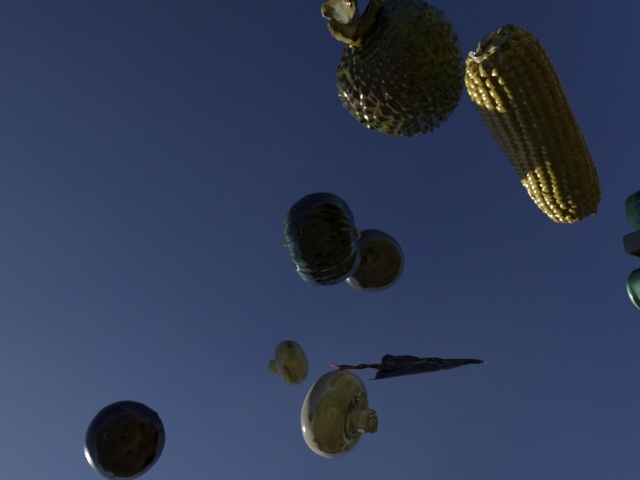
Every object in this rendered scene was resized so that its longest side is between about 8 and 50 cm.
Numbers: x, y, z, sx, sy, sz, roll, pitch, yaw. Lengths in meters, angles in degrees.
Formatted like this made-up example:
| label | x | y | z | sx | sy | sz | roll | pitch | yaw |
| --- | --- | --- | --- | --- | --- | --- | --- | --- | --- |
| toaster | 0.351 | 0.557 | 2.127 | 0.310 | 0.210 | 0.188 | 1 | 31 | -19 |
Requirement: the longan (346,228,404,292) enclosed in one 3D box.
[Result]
| label | x | y | z | sx | sy | sz | roll | pitch | yaw |
| --- | --- | --- | --- | --- | --- | --- | --- | --- | --- |
| longan | 0.159 | 0.064 | 1.672 | 0.212 | 0.198 | 0.198 | 19 | -91 | -36 |

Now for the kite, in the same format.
| label | x | y | z | sx | sy | sz | roll | pitch | yaw |
| --- | --- | --- | --- | --- | --- | --- | --- | --- | --- |
| kite | 0.100 | 0.145 | 0.654 | 0.189 | 0.232 | 0.009 | -3 | -98 | 6 |

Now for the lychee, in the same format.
| label | x | y | z | sx | sy | sz | roll | pitch | yaw |
| --- | --- | --- | --- | --- | --- | --- | --- | --- | --- |
| lychee | 0.158 | -0.354 | 1.125 | 0.270 | 0.270 | 0.320 | -53 | -31 | -12 |

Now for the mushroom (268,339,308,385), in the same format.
| label | x | y | z | sx | sy | sz | roll | pitch | yaw |
| --- | --- | --- | --- | --- | --- | --- | --- | --- | --- |
| mushroom | -0.057 | 0.221 | 1.003 | 0.068 | 0.083 | 0.083 | -19 | -69 | 10 |

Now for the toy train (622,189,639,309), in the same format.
| label | x | y | z | sx | sy | sz | roll | pitch | yaw |
| --- | --- | --- | --- | --- | --- | --- | --- | --- | --- |
| toy train | 0.463 | -0.031 | 0.581 | 0.150 | 0.304 | 0.221 | 14 | -117 | -31 |

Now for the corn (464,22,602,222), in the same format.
| label | x | y | z | sx | sy | sz | roll | pitch | yaw |
| --- | --- | --- | --- | --- | --- | --- | --- | --- | --- |
| corn | 0.375 | -0.194 | 0.972 | 0.144 | 0.144 | 0.387 | -49 | -60 | -14 |

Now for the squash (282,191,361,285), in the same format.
| label | x | y | z | sx | sy | sz | roll | pitch | yaw |
| --- | --- | --- | --- | --- | --- | --- | --- | --- | --- |
| squash | 0.005 | -0.001 | 1.269 | 0.173 | 0.218 | 0.218 | -18 | -72 | -5 |

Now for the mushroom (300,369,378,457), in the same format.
| label | x | y | z | sx | sy | sz | roll | pitch | yaw |
| --- | --- | --- | --- | --- | --- | --- | --- | --- | --- |
| mushroom | 0.061 | 0.492 | 1.575 | 0.246 | 0.202 | 0.246 | -3 | -86 | -61 |

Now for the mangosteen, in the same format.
| label | x | y | z | sx | sy | sz | roll | pitch | yaw |
| --- | --- | --- | --- | --- | --- | --- | --- | --- | --- |
| mangosteen | -0.493 | 0.508 | 1.412 | 0.210 | 0.210 | 0.209 | -6 | -79 | -30 |
